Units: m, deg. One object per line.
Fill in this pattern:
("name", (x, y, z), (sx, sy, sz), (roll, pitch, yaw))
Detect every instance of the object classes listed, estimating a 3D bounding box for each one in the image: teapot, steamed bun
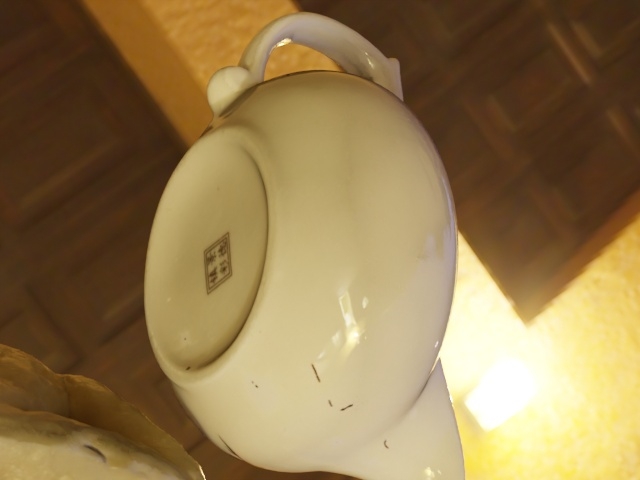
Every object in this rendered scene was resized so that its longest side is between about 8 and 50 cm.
("teapot", (0.000, 0.000, 0.842), (0.208, 0.166, 0.299), (131, -32, -55))
("steamed bun", (-0.157, 0.123, 0.806), (0.140, 0.172, 0.155), (-61, -150, 14))
